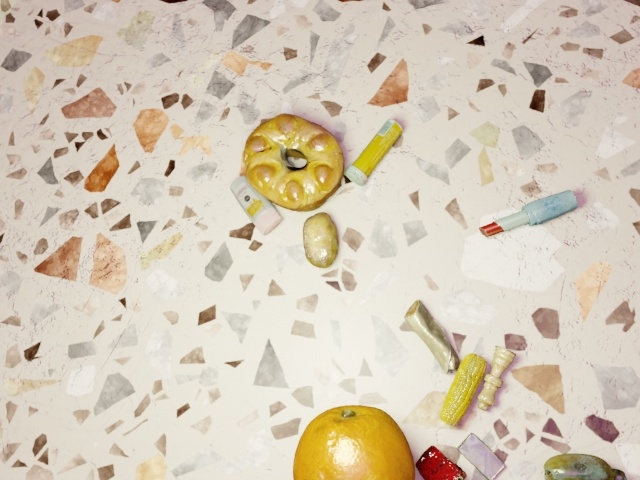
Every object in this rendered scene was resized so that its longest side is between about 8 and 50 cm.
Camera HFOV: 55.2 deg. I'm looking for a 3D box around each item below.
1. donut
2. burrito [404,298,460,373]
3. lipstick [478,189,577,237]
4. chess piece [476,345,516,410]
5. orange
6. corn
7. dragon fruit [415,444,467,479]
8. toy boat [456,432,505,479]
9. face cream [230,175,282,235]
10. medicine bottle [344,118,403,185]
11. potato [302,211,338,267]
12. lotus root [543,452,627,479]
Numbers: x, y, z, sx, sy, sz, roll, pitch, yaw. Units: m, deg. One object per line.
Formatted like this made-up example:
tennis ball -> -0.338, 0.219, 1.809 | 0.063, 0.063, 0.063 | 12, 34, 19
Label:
donut -> -0.078, -0.235, 1.876 | 0.299, 0.150, 0.318 | -19, 70, 5
burrito -> 0.310, 0.265, 1.687 | 0.060, 0.086, 0.226 | -47, 69, 35
lipstick -> 0.587, -0.069, 1.740 | 0.273, 0.061, 0.068 | -21, 72, 4
chess piece -> 0.463, 0.371, 1.633 | 0.060, 0.060, 0.172 | 23, 79, 17
orange -> 0.082, 0.560, 1.515 | 0.311, 0.312, 0.313 | -3, 72, 10
corn -> 0.380, 0.396, 1.631 | 0.071, 0.072, 0.203 | 25, 79, 17
dragon fruit -> 0.317, 0.611, 1.567 | 0.102, 0.096, 0.147 | -36, 27, -5
toy boat -> 0.419, 0.565, 1.601 | 0.063, 0.016, 0.115 | -45, 71, -5
face cream -> -0.204, -0.112, 1.910 | 0.084, 0.057, 0.198 | -43, 69, 9
medicine bottle -> 0.167, -0.272, 1.882 | 0.073, 0.074, 0.218 | 35, 81, 19
potato -> 0.000, 0.000, 1.824 | 0.107, 0.080, 0.171 | -13, 76, 6
lotus root -> 0.653, 0.585, 1.512 | 0.191, 0.088, 0.113 | -4, 88, 9
